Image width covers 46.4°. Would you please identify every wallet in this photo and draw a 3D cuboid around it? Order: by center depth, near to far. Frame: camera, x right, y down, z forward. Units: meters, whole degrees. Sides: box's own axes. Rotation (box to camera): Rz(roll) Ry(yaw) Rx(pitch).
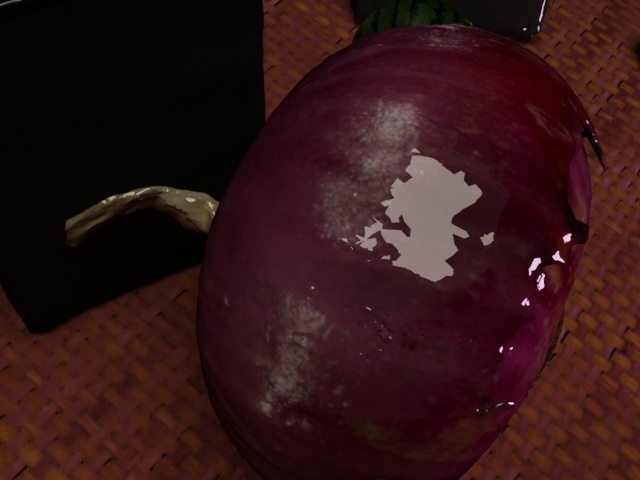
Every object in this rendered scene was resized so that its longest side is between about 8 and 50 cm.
[{"bbox_3d":[0.166,-0.339,0.905,0.245,0.168,0.052,6,26,-6],"label":"wallet"}]

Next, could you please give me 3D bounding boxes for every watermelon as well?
[{"bbox_3d":[0.105,-0.203,0.822,0.141,0.140,0.187,16,47,0],"label":"watermelon"}]

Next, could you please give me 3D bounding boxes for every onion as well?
[{"bbox_3d":[0.040,0.002,0.554,0.345,0.358,0.358,46,63,3],"label":"onion"}]

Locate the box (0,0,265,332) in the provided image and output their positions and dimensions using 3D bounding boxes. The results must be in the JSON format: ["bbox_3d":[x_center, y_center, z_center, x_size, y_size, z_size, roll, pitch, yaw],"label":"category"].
[{"bbox_3d":[-0.197,-0.129,0.610,0.251,0.345,0.204,-26,61,-21],"label":"box"}]
